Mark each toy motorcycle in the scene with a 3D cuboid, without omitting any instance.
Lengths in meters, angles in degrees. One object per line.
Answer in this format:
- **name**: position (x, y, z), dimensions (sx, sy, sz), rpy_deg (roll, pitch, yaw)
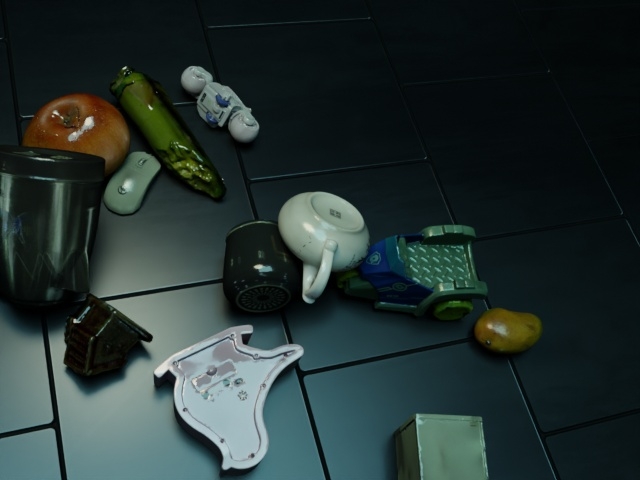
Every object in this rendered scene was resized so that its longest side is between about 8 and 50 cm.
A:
- **toy motorcycle**: position (-0.244, -0.343, 1.927), dimensions (0.112, 0.112, 0.254), rpy_deg (-38, 76, -29)
- **toy motorcycle**: position (0.207, 0.062, 1.741), dimensions (0.326, 0.200, 0.191), rpy_deg (1, 61, -15)

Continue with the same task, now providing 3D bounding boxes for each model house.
- **model house**: position (-0.459, 0.200, 1.567), dimensions (0.165, 0.106, 0.152), rpy_deg (20, 64, 40)

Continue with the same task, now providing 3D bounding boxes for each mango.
- **mango**: position (0.436, 0.212, 1.778), dimensions (0.165, 0.089, 0.115), rpy_deg (11, 50, -11)

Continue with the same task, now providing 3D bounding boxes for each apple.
- **apple**: position (-0.550, -0.229, 1.723), dimensions (0.210, 0.173, 0.235), rpy_deg (40, 64, 20)

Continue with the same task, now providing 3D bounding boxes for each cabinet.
- **cabinet**: position (0.246, 0.472, 1.547), dimensions (0.150, 0.145, 0.206), rpy_deg (5, 60, -11)

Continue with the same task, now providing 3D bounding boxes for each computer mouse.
- **computer mouse**: position (-0.432, -0.144, 1.783), dimensions (0.089, 0.056, 0.181), rpy_deg (27, 58, -3)

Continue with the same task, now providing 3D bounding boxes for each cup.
- **cup**: position (-0.109, 0.058, 1.693), dimensions (0.223, 0.169, 0.176), rpy_deg (9, 51, -26)

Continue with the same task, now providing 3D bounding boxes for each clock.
- **clock**: position (-0.154, 0.313, 1.578), dimensions (0.290, 0.080, 0.275), rpy_deg (-27, 71, -24)

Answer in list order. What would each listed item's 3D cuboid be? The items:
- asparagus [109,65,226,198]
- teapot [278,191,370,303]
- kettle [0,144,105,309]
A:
- **asparagus**: position (-0.361, -0.250, 1.825), dimensions (0.108, 0.128, 0.382), rpy_deg (-39, 74, 9)
- **teapot**: position (0.000, 0.000, 1.648), dimensions (0.208, 0.166, 0.299), rpy_deg (33, 38, -18)
- **kettle**: position (-0.604, -0.024, 1.558), dimensions (0.321, 0.228, 0.324), rpy_deg (9, 99, 11)
